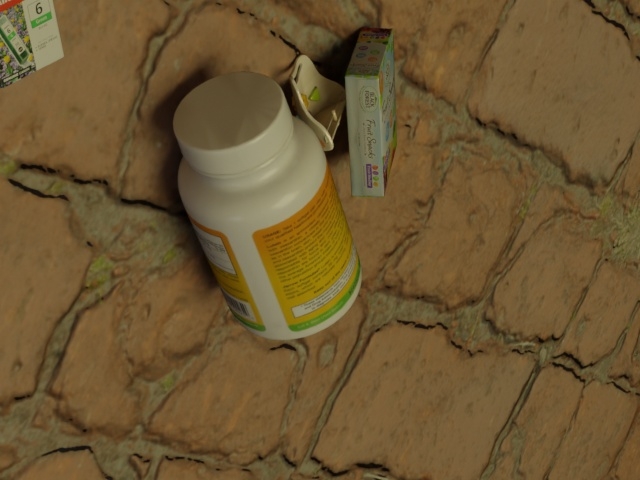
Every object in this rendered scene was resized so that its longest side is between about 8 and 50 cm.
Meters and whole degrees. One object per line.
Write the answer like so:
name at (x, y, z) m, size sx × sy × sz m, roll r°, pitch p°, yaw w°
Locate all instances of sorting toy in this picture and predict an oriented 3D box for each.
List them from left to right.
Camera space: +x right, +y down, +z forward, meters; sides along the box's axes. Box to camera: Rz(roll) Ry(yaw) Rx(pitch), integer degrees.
sorting toy at (-0.010, -0.137, 1.420) m, size 0.083 × 0.045 × 0.075 m, roll -71°, pitch 144°, yaw -50°

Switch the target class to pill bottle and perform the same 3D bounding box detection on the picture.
pill bottle at (-0.051, -0.033, 1.353) m, size 0.136 × 0.136 × 0.246 m, roll -46°, pitch 142°, yaw -23°

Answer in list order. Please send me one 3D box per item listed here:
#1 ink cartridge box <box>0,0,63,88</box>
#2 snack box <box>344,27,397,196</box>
ink cartridge box at (-0.236, -0.180, 1.115) m, size 0.063 × 0.029 × 0.115 m, roll -35°, pitch 137°, yaw -34°
snack box at (0.052, -0.128, 1.473) m, size 0.100 × 0.037 × 0.141 m, roll -75°, pitch 164°, yaw -53°
